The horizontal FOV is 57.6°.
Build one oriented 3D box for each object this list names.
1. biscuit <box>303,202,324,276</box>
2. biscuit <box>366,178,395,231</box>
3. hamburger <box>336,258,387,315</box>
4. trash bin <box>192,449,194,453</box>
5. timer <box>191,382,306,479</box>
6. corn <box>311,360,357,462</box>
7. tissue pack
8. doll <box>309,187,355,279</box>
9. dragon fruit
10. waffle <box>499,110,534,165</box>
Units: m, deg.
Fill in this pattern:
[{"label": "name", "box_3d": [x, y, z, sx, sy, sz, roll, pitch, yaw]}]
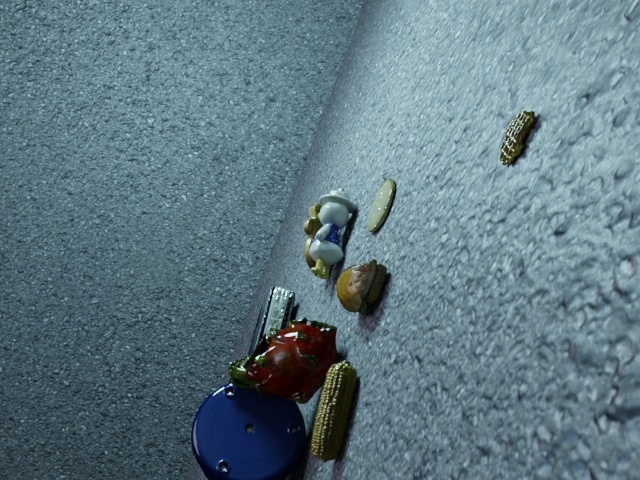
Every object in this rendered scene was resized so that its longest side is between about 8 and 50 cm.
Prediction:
[{"label": "biscuit", "box_3d": [0.000, 0.000, 1.816, 0.036, 0.166, 0.225, -7, 63, 32]}, {"label": "biscuit", "box_3d": [0.154, -0.091, 1.499, 0.152, 0.020, 0.152, -160, 90, -79]}, {"label": "hamburger", "box_3d": [0.080, 0.116, 1.300, 0.176, 0.087, 0.102, 132, 158, -57]}, {"label": "trash bin", "box_3d": [-0.357, 0.724, 2.121, 0.209, 0.182, 0.290, -70, 16, -9]}, {"label": "timer", "box_3d": [-0.193, 0.562, 1.505, 0.383, 0.270, 0.270, 103, 179, -48]}, {"label": "corn", "box_3d": [0.027, 0.345, 1.189, 0.068, 0.068, 0.207, 134, 155, -65]}, {"label": "tissue pack", "box_3d": [-0.194, 0.369, 2.113, 0.259, 0.122, 0.361, 124, 161, -62]}, {"label": "doll", "box_3d": [0.030, -0.030, 1.748, 0.138, 0.119, 0.293, 45, -126, -54]}, {"label": "dragon fruit", "box_3d": [-0.087, 0.276, 1.402, 0.198, 0.269, 0.200, 46, -126, -68]}, {"label": "waffle", "box_3d": [0.301, -0.158, 0.902, 0.078, 0.016, 0.085, 154, 136, -81]}]
